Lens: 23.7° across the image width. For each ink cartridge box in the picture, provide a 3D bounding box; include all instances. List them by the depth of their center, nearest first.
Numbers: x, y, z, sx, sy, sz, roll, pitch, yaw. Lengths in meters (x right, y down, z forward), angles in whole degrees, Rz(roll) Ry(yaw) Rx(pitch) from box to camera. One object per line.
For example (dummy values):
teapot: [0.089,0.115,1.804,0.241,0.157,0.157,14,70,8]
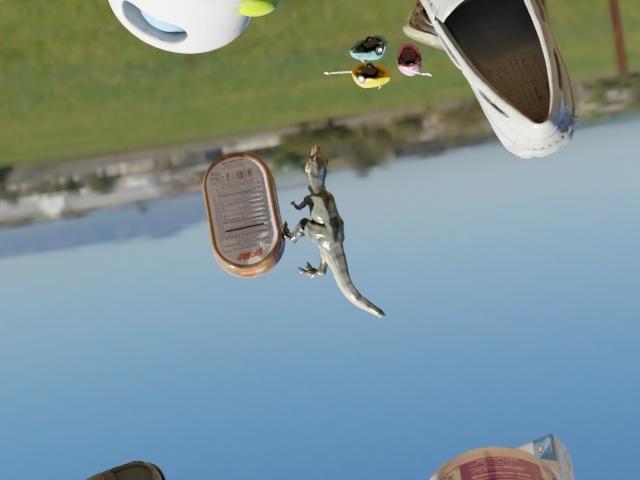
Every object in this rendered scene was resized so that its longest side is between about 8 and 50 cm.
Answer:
ink cartridge box: [0.299,0.384,2.349,0.181,0.104,0.061,-26,132,23]

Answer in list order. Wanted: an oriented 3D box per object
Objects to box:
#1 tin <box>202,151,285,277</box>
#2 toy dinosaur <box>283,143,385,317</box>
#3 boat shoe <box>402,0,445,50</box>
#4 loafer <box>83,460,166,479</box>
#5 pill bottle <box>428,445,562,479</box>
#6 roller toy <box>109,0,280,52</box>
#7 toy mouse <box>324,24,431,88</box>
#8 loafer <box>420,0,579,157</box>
tin: [-0.113,-0.039,2.199,0.106,0.189,0.040,-14,158,5]
toy dinosaur: [0.000,0.000,2.213,0.118,0.268,0.064,-23,176,43]
boat shoe: [0.158,-0.304,2.049,0.080,0.073,0.223,19,-165,-5]
loafer: [-0.311,0.362,1.887,0.267,0.096,0.084,-35,154,-2]
pill bottle: [0.182,0.331,1.457,0.169,0.169,0.301,-9,-162,3]
roller toy: [-0.163,-0.334,1.855,0.191,0.209,0.146,-12,155,-21]
toy mouse: [0.105,-0.283,2.379,0.161,0.031,0.143,9,-134,18]
loafer: [0.152,-0.230,1.430,0.112,0.319,0.111,-28,168,4]
